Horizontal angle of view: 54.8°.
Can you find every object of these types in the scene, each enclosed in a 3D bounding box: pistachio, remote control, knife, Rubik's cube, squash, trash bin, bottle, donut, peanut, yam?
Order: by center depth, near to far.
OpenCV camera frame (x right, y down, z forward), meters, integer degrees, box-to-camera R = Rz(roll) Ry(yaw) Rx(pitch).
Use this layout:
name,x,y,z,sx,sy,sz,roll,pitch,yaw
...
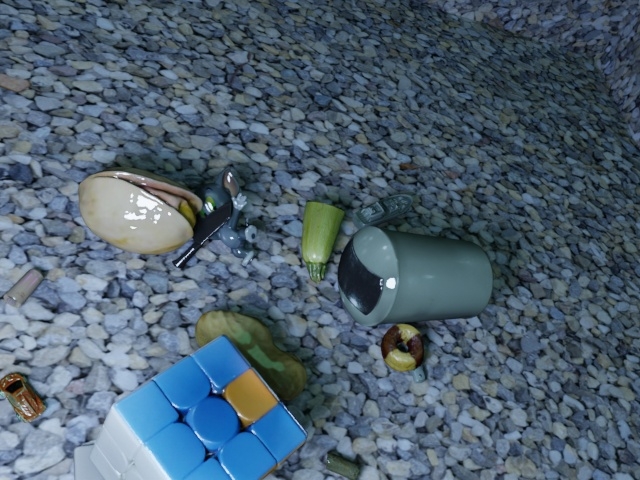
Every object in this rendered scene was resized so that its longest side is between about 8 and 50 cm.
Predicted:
name,x,y,z,sx,sy,sz,roll,pitch,yaw
remote control,-0.475,0.557,1.282,0.067,0.029,0.261,1,55,-27
Rubik's cube,-0.259,0.429,1.287,0.290,0.291,0.291,47,44,12
bottle,-0.706,0.112,1.472,0.045,0.045,0.096,30,48,-3
yam,0.051,0.558,1.524,0.094,0.043,0.043,24,50,-7
peanut,-0.169,0.277,1.556,0.319,0.147,0.147,33,49,3
pistachio,-0.472,-0.085,1.608,0.308,0.230,0.230,13,52,-6
knife,-0.322,-0.021,1.676,0.230,0.028,0.060,-45,84,0
donut,0.240,0.303,1.771,0.140,0.059,0.140,1,56,-1
trash bin,0.260,0.108,1.792,0.432,0.280,0.280,4,55,-29
knife,0.274,0.338,1.801,0.044,0.023,0.162,1,57,-22
squash,-0.008,-0.011,1.849,0.137,0.137,0.287,22,52,-10

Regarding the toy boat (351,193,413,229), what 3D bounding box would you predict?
name,x,y,z,sx,sy,sz,roll,pitch,yaw
toy boat,0.218,-0.104,2.048,0.260,0.085,0.078,-22,68,-36

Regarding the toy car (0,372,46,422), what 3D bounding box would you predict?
name,x,y,z,sx,sy,sz,roll,pitch,yaw
toy car,-0.652,0.339,1.344,0.059,0.035,0.122,-35,78,-35

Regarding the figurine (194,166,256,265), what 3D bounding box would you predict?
name,x,y,z,sx,sy,sz,roll,pitch,yaw
figurine,-0.259,-0.063,1.746,0.265,0.193,0.140,45,20,-16
